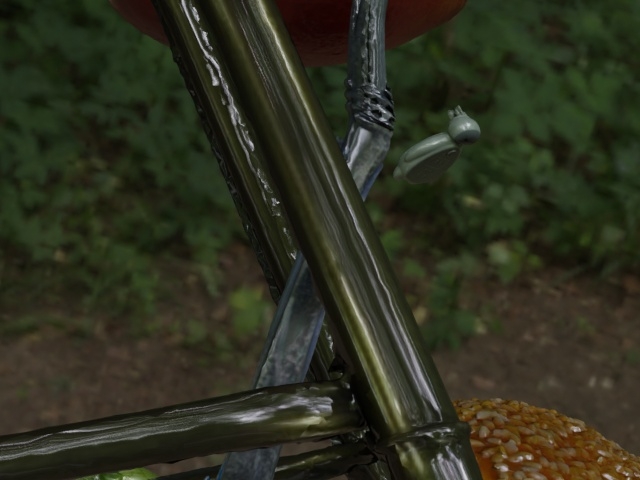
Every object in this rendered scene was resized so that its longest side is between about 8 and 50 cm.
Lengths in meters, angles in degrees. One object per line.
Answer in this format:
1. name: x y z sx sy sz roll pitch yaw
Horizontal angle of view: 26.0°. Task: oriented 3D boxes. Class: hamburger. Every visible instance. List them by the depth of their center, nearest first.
1. hamburger: 0.190 0.296 1.256 0.330 0.250 0.330 25 20 -10

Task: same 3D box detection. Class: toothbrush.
1. toothbrush: 0.000 0.000 0.530 0.042 0.414 0.035 19 -1 -1

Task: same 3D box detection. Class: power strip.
1. power strip: 0.095 -0.079 1.154 0.055 0.083 0.035 11 49 -50

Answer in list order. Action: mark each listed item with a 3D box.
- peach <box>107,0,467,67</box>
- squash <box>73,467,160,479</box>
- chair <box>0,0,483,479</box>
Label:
1. peach: -0.019 -0.245 1.119 0.361 0.258 0.201 19 19 -19
2. squash: -0.107 0.287 1.143 0.118 0.371 0.118 -13 39 11
3. chair: -0.140 -0.004 0.555 0.361 0.410 0.365 -10 -13 -2
